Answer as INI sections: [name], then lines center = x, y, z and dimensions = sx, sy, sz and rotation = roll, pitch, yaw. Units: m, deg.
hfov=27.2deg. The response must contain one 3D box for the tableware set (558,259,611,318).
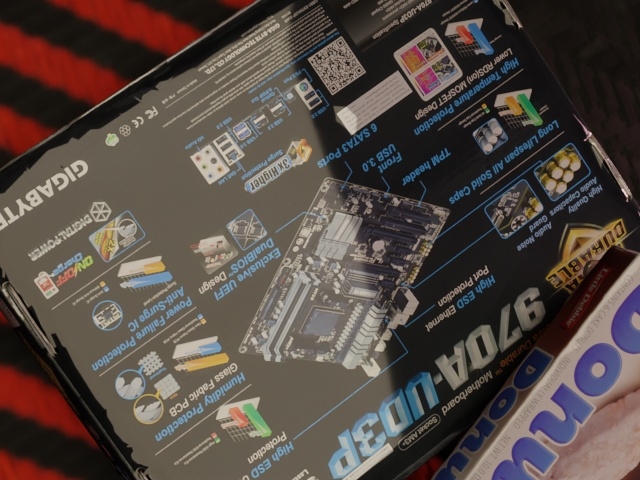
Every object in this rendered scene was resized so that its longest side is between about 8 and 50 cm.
[tableware set]
center = 0.129, 0.090, 0.512
dimensions = 0.141, 0.020, 0.168
rotation = 21, 99, -25

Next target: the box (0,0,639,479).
[box]
center = 0.000, 0.000, 0.497
dimensions = 0.220, 0.051, 0.175
rotation = -36, 96, -15

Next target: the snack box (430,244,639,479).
[snack box]
center = 0.075, 0.091, 0.470
dimensions = 0.064, 0.022, 0.178
rotation = 39, 88, -20
